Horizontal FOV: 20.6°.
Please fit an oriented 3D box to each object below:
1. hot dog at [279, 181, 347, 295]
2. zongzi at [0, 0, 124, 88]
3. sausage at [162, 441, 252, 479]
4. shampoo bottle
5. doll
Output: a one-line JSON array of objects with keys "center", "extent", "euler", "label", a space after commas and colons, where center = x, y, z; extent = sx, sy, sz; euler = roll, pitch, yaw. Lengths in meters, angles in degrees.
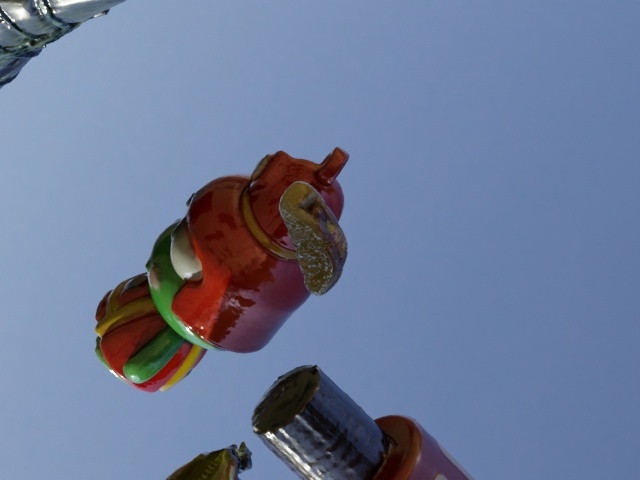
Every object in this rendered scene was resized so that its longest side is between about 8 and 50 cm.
[{"center": [0.000, 0.000, 1.236], "extent": [0.034, 0.090, 0.030], "euler": [6, -140, 32], "label": "hot dog"}, {"center": [-0.371, -0.243, 1.913], "extent": [0.383, 0.362, 0.319], "euler": [-10, -140, 3], "label": "zongzi"}, {"center": [-0.156, 0.314, 1.793], "extent": [0.117, 0.125, 0.317], "euler": [5, -138, 34], "label": "sausage"}, {"center": [0.063, 0.192, 1.193], "extent": [0.104, 0.278, 0.104], "euler": [-36, -157, 18], "label": "shampoo bottle"}, {"center": [-0.087, 0.025, 1.798], "extent": [0.363, 0.160, 0.182], "euler": [-46, -170, 33], "label": "doll"}]
